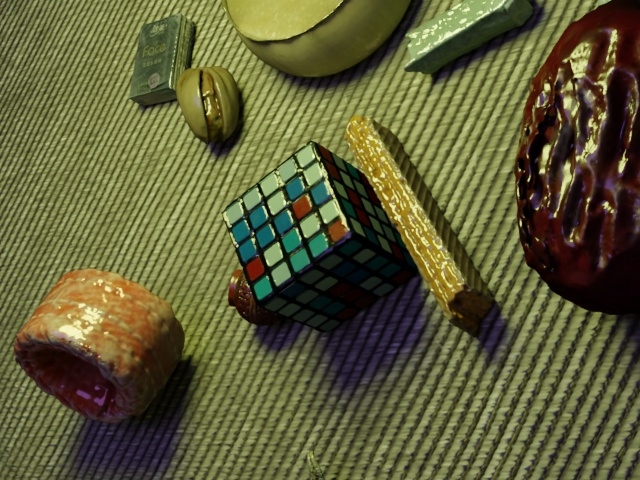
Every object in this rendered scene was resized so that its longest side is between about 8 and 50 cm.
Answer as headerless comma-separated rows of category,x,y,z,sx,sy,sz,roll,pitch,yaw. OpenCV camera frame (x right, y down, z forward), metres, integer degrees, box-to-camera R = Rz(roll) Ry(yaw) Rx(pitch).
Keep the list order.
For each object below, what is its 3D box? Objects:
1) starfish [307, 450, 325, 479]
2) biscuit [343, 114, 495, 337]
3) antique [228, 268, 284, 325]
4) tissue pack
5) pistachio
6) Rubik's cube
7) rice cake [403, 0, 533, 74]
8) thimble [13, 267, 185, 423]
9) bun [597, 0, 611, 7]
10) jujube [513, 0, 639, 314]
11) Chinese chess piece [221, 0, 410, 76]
starfish,-0.016,0.402,1.511,0.223,0.050,0.216,-14,70,46
biscuit,0.136,-0.034,1.547,0.054,0.094,0.378,-40,52,18
antique,-0.086,0.081,1.667,0.104,0.104,0.104,-15,63,32
tissue pack,-0.294,-0.334,2.027,0.112,0.051,0.156,-7,68,36
pistachio,-0.193,-0.236,1.879,0.113,0.113,0.149,-18,68,31
Rubik's cube,0.000,0.000,1.577,0.182,0.187,0.184,-36,56,20
rice cake,0.216,-0.316,1.622,0.206,0.069,0.063,-29,59,28
thimble,-0.345,0.164,1.728,0.239,0.239,0.162,-6,40,36
bun,0.438,-0.319,1.444,0.141,0.083,0.140,-19,63,42
jujube,0.357,-0.102,1.301,0.258,0.258,0.376,13,83,40
Chinese chess piece,-0.002,-0.435,1.790,0.338,0.140,0.338,-16,61,31
